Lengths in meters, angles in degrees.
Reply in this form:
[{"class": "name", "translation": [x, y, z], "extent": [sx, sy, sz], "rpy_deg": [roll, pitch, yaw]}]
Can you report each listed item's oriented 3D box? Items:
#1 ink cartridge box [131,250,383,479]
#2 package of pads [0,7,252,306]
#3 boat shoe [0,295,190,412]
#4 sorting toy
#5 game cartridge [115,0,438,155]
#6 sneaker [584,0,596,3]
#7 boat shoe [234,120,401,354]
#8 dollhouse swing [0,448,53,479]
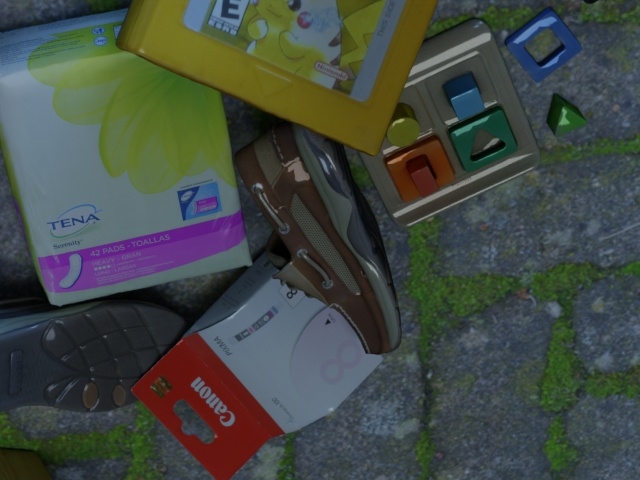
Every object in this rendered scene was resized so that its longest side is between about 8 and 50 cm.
[{"class": "ink cartridge box", "translation": [-0.065, 0.145, 1.871], "extent": [0.232, 0.066, 0.189], "rpy_deg": [-48, 124, -14]}, {"class": "package of pads", "translation": [-0.206, -0.088, 1.714], "extent": [0.229, 0.101, 0.296], "rpy_deg": [-12, 123, -6]}, {"class": "boat shoe", "translation": [-0.308, 0.106, 1.803], "extent": [0.355, 0.130, 0.132], "rpy_deg": [-3, 117, -35]}, {"class": "sorting toy", "translation": [0.128, -0.115, 1.798], "extent": [0.347, 0.047, 0.196], "rpy_deg": [-25, 124, 5]}, {"class": "game cartridge", "translation": [-0.006, -0.276, 1.584], "extent": [0.285, 0.052, 0.324], "rpy_deg": [21, 93, -28]}, {"class": "sneaker", "translation": [0.233, -0.356, 1.622], "extent": [0.122, 0.146, 0.330], "rpy_deg": [-47, 152, -8]}, {"class": "boat shoe", "translation": [0.000, 0.000, 1.779], "extent": [0.116, 0.123, 0.324], "rpy_deg": [-19, 126, 7]}, {"class": "dollhouse swing", "translation": [-0.454, 0.444, 1.902], "extent": [0.305, 0.315, 0.347], "rpy_deg": [-4, 126, -34]}]
